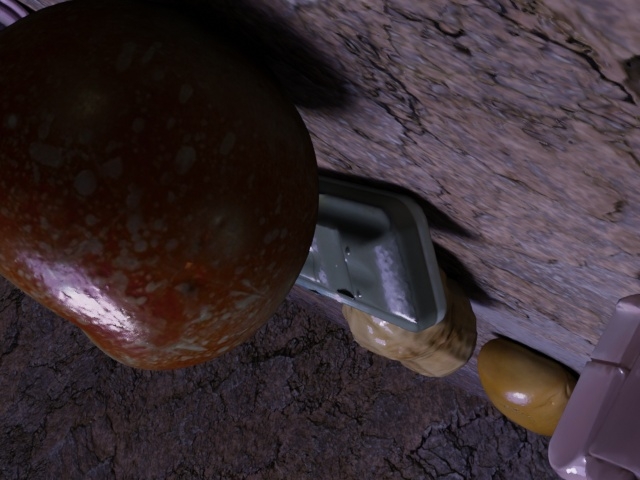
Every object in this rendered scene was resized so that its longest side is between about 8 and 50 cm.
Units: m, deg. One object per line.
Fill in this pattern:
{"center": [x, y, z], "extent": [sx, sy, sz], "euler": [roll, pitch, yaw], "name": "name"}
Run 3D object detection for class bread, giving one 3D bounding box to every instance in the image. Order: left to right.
{"center": [0.306, 0.219, 1.541], "extent": [0.147, 0.098, 0.217], "euler": [28, 173, 42], "name": "bread"}

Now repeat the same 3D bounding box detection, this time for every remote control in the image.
{"center": [0.000, 0.000, 1.075], "extent": [0.335, 0.065, 0.128], "euler": [18, 125, 58], "name": "remote control"}

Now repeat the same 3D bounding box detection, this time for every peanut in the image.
{"center": [0.105, 0.084, 1.215], "extent": [0.130, 0.130, 0.290], "euler": [25, 174, 29], "name": "peanut"}

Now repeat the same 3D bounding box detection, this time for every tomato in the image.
{"center": [-0.121, -0.051, 0.760], "extent": [0.270, 0.222, 0.270], "euler": [48, -179, -1], "name": "tomato"}

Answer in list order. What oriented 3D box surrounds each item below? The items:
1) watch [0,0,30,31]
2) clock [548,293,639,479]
{"center": [-0.375, -0.179, 1.094], "extent": [0.217, 0.248, 0.211], "euler": [4, 177, -12], "name": "watch"}
{"center": [0.356, 0.172, 0.691], "extent": [0.325, 0.184, 0.342], "euler": [26, 179, -12], "name": "clock"}
